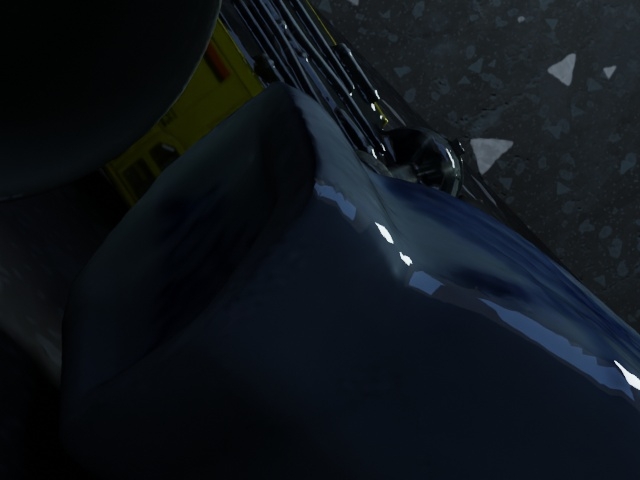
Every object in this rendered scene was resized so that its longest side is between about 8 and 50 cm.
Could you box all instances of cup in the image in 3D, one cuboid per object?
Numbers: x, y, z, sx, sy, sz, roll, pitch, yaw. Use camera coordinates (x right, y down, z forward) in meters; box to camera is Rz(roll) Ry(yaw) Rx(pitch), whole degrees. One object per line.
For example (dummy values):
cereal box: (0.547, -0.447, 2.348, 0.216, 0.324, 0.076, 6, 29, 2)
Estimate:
cup: (-0.192, -0.148, 0.571, 0.258, 0.186, 0.234, 9, 21, -28)

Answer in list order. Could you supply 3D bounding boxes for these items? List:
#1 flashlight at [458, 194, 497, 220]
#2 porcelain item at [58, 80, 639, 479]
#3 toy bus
flashlight: (0.250, 0.135, 1.476, 0.424, 0.103, 0.103, 52, 11, 20)
porcelain item: (0.088, 0.124, 0.588, 0.405, 0.178, 0.242, 44, 10, -21)
toy bus: (-0.062, -0.096, 0.795, 0.330, 0.152, 0.144, 57, 23, 3)
